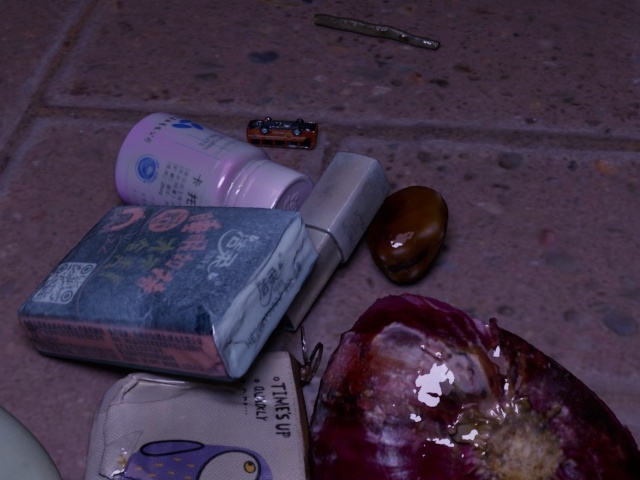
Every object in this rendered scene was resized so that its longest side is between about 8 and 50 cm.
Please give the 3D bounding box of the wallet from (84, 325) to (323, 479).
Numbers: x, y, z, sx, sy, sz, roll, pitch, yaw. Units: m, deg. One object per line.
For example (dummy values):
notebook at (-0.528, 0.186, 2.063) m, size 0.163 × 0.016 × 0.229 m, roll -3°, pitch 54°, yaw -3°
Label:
wallet at (-0.122, 0.238, 1.146) m, size 0.275 × 0.068 × 0.335 m, roll -4°, pitch 42°, yaw -2°

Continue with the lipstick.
lipstick at (0.000, 0.000, 1.358) m, size 0.077 × 0.079 × 0.253 m, roll 13°, pitch 58°, yaw 33°

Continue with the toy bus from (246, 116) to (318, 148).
toy bus at (-0.059, -0.164, 1.588) m, size 0.110 × 0.043 × 0.031 m, roll 4°, pitch 40°, yaw 9°

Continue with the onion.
onion at (0.126, 0.233, 1.002) m, size 0.337 × 0.282 × 0.260 m, roll 38°, pitch 75°, yaw -8°

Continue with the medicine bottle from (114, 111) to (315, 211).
medicine bottle at (-0.145, -0.072, 1.415) m, size 0.254 × 0.152 × 0.152 m, roll 23°, pitch 49°, yaw 25°

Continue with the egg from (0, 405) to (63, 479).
egg at (-0.396, 0.251, 1.039) m, size 0.295 × 0.218 × 0.218 m, roll 19°, pitch 46°, yaw 2°

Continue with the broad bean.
broad bean at (0.118, -0.016, 1.397) m, size 0.114 × 0.084 × 0.165 m, roll -6°, pitch 37°, yaw 8°

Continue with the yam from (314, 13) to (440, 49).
yam at (0.099, -0.369, 1.814) m, size 0.234 × 0.029 × 0.027 m, roll 16°, pitch 73°, yaw 16°

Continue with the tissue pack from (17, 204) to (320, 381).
tissue pack at (-0.188, 0.053, 1.263) m, size 0.316 × 0.103 × 0.228 m, roll 3°, pitch 42°, yaw 32°
